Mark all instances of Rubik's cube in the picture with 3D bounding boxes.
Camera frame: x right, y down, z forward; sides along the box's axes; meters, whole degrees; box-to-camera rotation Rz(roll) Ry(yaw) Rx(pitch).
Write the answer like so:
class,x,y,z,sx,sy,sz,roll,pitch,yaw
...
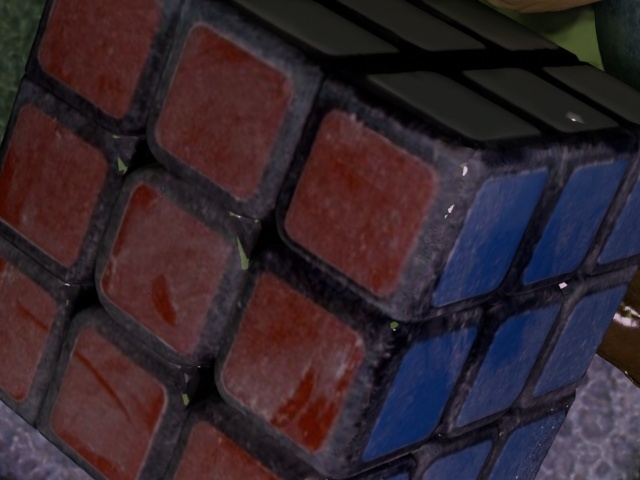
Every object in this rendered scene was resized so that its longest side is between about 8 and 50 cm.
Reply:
class,x,y,z,sx,sy,sz,roll,pitch,yaw
Rubik's cube,0.000,0.000,1.021,0.304,0.301,0.305,36,114,26

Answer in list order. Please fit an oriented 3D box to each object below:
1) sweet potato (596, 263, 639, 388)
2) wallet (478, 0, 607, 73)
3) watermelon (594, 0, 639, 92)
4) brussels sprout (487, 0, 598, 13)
class,x,y,z,sx,sy,sz,roll,pitch,yaw
sweet potato,0.186,0.042,1.182,0.286,0.085,0.112,28,132,-5
wallet,0.080,-0.121,1.198,0.285,0.030,0.146,-2,99,10
watermelon,0.310,-0.215,1.071,0.322,0.175,0.188,-37,91,4
brussels sprout,0.104,-0.293,1.061,0.274,0.242,0.316,12,67,-9
